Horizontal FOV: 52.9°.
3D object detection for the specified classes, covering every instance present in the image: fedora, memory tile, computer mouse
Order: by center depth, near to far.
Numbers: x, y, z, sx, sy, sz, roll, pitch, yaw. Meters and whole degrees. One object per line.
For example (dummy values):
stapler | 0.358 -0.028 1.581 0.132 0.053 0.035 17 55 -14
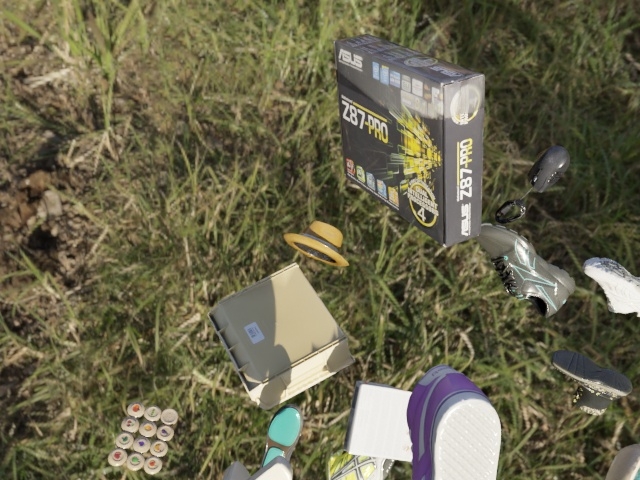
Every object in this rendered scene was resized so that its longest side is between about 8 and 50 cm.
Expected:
memory tile | -0.373 0.416 1.364 0.113 0.012 0.148 16 46 -4
computer mouse | 0.455 -0.116 1.412 0.041 0.242 0.071 -10 57 -35
fedora | 0.000 0.000 1.639 0.194 0.194 0.079 21 79 8

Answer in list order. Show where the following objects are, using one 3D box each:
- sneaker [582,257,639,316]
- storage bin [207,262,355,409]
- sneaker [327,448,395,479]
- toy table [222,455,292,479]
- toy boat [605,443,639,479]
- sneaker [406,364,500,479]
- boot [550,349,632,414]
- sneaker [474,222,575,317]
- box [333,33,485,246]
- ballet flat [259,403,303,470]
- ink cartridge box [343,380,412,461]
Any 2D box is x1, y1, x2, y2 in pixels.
sneaker | 0.747 0.129 1.616 0.232 0.115 0.090 27 31 -6
storage bin | -0.098 0.228 1.550 0.260 0.123 0.262 -27 54 -12
sneaker | 0.101 0.551 1.613 0.147 0.145 0.384 27 77 12
toy table | -0.104 0.454 0.964 0.252 0.274 0.161 -41 95 -3
toy boat | 0.682 0.472 1.244 0.318 0.267 0.148 -34 29 -23
sneaker | 0.152 0.297 0.811 0.102 0.282 0.161 9 9 -10
boot | 0.788 0.436 1.945 0.237 0.178 0.085 23 51 11
sneaker | 0.438 0.063 1.419 0.267 0.101 0.106 37 79 -2
box | 0.165 -0.211 1.270 0.097 0.318 0.395 -18 34 -21
ballet flat | -0.080 0.421 1.361 0.074 0.203 0.074 16 16 -5
ink cartridge box | 0.147 0.377 1.339 0.179 0.045 0.145 13 85 -18
